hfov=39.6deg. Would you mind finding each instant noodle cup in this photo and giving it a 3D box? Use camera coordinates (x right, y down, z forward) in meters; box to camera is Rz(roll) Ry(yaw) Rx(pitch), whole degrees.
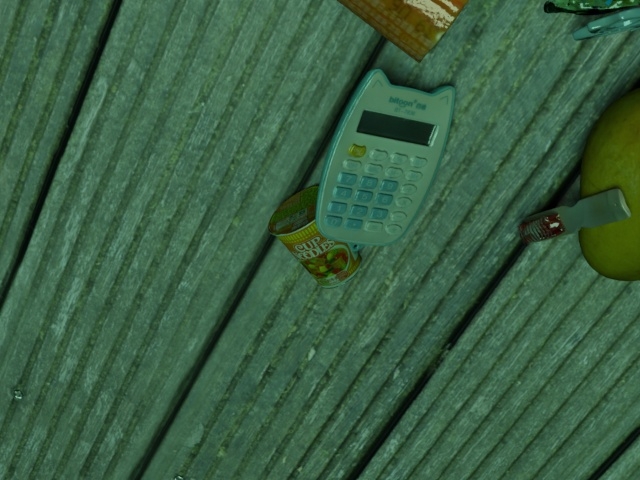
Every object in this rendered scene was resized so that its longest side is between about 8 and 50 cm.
[{"bbox_3d":[0.000,0.000,1.948,0.168,0.168,0.185,-21,120,21],"label":"instant noodle cup"}]

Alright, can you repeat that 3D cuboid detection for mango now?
[{"bbox_3d":[0.625,-0.094,1.711,0.301,0.220,0.445,44,138,24],"label":"mango"}]

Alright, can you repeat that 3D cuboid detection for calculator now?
[{"bbox_3d":[0.124,-0.153,1.820,0.256,0.054,0.387,7,111,-28],"label":"calculator"}]

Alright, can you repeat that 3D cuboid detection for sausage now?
[{"bbox_3d":[0.136,-0.500,1.623,0.287,0.233,0.233,37,118,-5],"label":"sausage"}]

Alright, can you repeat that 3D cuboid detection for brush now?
[{"bbox_3d":[0.488,-0.040,1.753,0.050,0.321,0.060,-21,89,-22],"label":"brush"}]

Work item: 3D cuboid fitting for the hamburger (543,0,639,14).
[{"bbox_3d":[0.472,-0.529,1.514,0.260,0.150,0.276,-17,75,28],"label":"hamburger"}]

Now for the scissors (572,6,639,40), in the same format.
[{"bbox_3d":[0.647,-0.414,1.614,0.360,0.191,0.030,-10,92,0],"label":"scissors"}]
